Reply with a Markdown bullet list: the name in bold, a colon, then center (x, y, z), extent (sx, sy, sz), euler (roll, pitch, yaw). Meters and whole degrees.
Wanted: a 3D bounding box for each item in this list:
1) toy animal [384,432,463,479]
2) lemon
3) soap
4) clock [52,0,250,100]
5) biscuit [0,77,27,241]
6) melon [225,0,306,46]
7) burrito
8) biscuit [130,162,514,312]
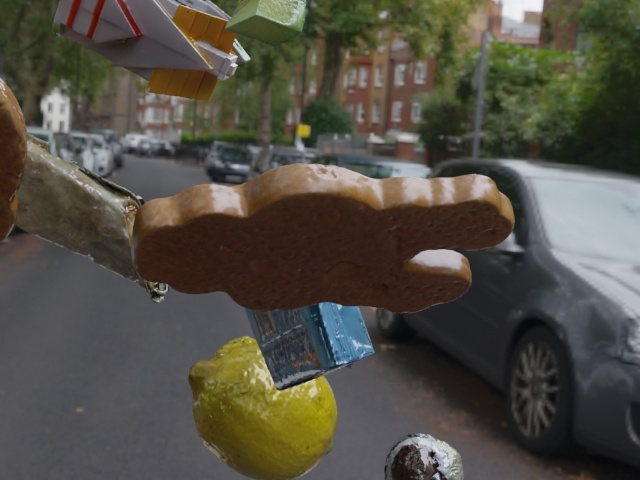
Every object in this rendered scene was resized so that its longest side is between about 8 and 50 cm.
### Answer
- **toy animal**: center (0.112, 0.282, 1.110), extent (0.098, 0.098, 0.137), euler (1, 6, -35)
- **lemon**: center (-0.108, 0.316, 1.679), extent (0.320, 0.245, 0.245), euler (36, -4, -16)
- **soap**: center (-0.024, 0.112, 1.199), extent (0.077, 0.156, 0.293), euler (-16, -8, -24)
- **clock**: center (-0.281, -0.368, 1.603), extent (0.310, 0.166, 0.235), euler (26, 21, 2)
- **biscuit**: center (-0.583, -0.093, 1.226), extent (0.350, 0.455, 0.078), euler (22, 38, -27)
- **melon**: center (-0.094, -0.331, 1.080), extent (0.118, 0.209, 0.064), euler (-22, -3, -38)
- **burrito**: center (-0.389, -0.040, 1.503), extent (0.348, 0.175, 0.107), euler (32, 40, 1)
- **biscuit**: center (0.000, 0.000, 0.807), extent (0.334, 0.047, 0.202), euler (1, -35, -15)
